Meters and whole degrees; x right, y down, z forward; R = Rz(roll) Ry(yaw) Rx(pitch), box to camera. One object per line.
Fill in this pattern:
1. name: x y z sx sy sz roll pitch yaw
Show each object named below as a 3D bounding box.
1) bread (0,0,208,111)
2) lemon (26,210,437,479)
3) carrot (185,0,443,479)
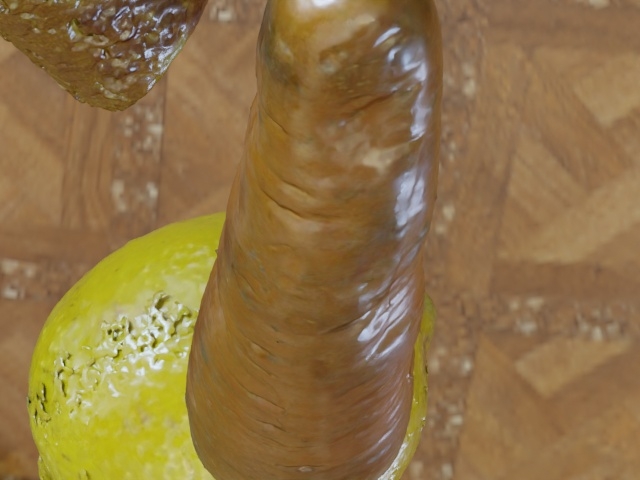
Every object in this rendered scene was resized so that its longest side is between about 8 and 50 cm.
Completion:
1. bread: -0.127 -0.153 0.896 0.103 0.132 0.172 20 170 33
2. lemon: -0.060 0.107 1.328 0.310 0.258 0.258 -21 126 -2
3. carrot: 0.000 0.000 0.408 0.061 0.061 0.210 1 155 -3
